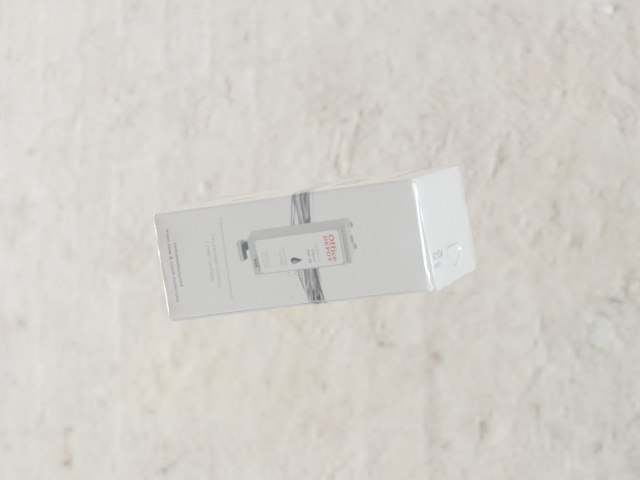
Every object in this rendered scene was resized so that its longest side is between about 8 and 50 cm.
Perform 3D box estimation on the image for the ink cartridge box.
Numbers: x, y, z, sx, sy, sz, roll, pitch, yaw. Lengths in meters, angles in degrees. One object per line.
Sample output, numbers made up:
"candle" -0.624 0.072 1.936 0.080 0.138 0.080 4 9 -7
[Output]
"ink cartridge box" 0.000 0.000 1.559 0.283 0.207 0.117 -7 94 19
